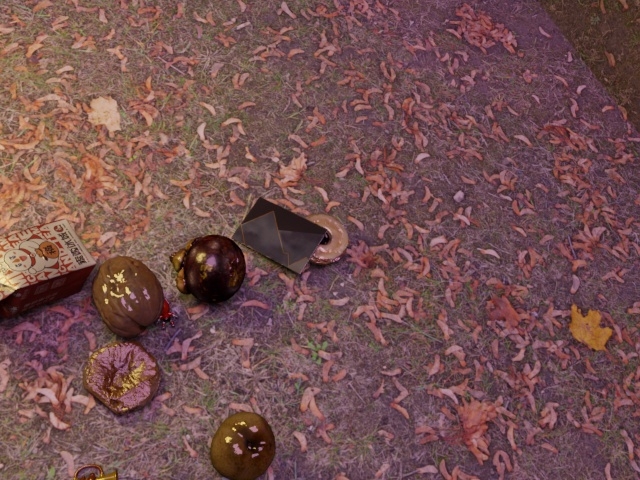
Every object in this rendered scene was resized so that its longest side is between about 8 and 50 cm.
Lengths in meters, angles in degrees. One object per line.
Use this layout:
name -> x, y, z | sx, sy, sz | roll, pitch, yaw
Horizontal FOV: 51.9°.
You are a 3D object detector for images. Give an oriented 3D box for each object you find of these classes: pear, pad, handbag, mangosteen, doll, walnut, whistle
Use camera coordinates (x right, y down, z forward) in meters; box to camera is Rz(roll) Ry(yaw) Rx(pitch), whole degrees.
pear -> -0.191, 0.512, 1.631 | 0.167, 0.137, 0.167 | 6, 77, -27
pad -> -0.122, -0.019, 1.943 | 0.243, 0.004, 0.163 | 27, 71, 14
handbag -> -0.739, 0.075, 1.640 | 0.171, 0.151, 0.298 | 52, 38, 12
mangosteen -> -0.317, 0.075, 1.806 | 0.217, 0.192, 0.192 | 5, 58, 22
doll -> -0.427, 0.185, 1.787 | 0.057, 0.039, 0.114 | -22, 80, 6
walnut -> -0.506, 0.138, 1.719 | 0.178, 0.178, 0.230 | -26, 64, -25
whistle -> -0.537, 0.564, 1.564 | 0.109, 0.046, 0.057 | 2, 78, -9

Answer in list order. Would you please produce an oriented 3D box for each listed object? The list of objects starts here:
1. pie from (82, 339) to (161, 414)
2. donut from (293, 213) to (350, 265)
pie -> -0.503, 0.342, 1.682 | 0.195, 0.046, 0.195 | 7, 61, -13
donut -> 0.000, 0.000, 1.984 | 0.175, 0.068, 0.174 | 6, 65, -12
